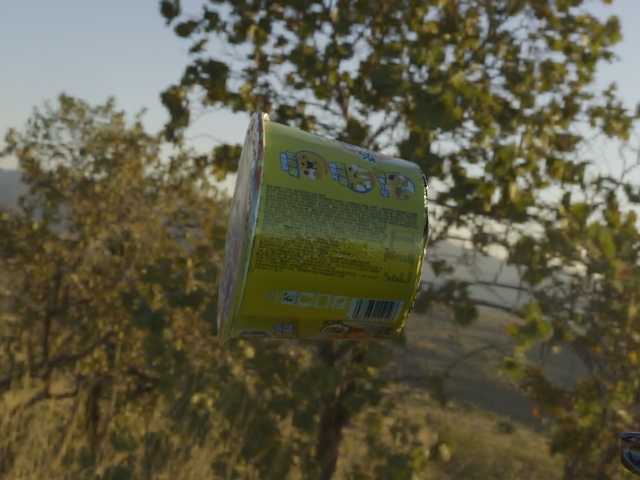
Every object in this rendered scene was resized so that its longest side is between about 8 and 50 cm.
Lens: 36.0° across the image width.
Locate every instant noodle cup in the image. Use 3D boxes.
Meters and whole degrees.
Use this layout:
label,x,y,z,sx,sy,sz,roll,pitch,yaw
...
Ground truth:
label,x,y,z,sx,sy,sz,roll,pitch,yaw
instant noodle cup,0.000,0.000,0.845,0.153,0.205,0.205,8,0,-8

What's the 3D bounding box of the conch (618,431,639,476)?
label,x,y,z,sx,sy,sz,roll,pitch,yaw
conch,0.319,0.160,0.637,0.233,0.086,0.080,0,9,28
